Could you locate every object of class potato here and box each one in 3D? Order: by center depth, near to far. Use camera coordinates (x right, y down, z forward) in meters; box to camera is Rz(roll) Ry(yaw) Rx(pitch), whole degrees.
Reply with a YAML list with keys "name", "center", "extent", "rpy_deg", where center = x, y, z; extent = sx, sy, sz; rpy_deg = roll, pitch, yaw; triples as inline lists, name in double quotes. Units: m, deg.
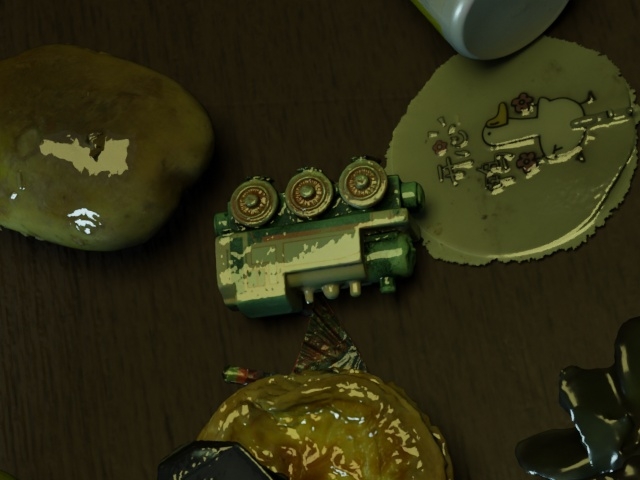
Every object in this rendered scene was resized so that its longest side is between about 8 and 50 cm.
- name: "potato"
  center: [-0.243, -0.091, 1.836]
  extent: [0.296, 0.141, 0.192]
  rpy_deg: [12, 69, 26]

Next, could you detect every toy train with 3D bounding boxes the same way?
- name: "toy train"
  center: [0.000, 0.000, 1.743]
  extent: [0.194, 0.081, 0.125]
  rpy_deg: [-8, 71, 14]

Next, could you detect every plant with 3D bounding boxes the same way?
- name: "plant"
  center: [0.279, 0.195, 1.492]
  extent: [0.199, 0.188, 0.276]
  rpy_deg: [-33, 61, 3]

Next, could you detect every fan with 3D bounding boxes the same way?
- name: "fan"
  center: [0.252, -0.108, 1.734]
  extent: [0.414, 0.012, 0.233]
  rpy_deg: [-15, 64, 14]

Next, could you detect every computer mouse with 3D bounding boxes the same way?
- name: "computer mouse"
  center: [-0.053, 0.232, 1.561]
  extent: [0.192, 0.062, 0.106]
  rpy_deg: [34, 91, 20]

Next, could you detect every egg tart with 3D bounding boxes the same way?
- name: "egg tart"
  center: [0.000, 0.219, 1.631]
  extent: [0.241, 0.106, 0.241]
  rpy_deg: [-6, 70, 17]

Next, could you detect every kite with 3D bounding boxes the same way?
- name: "kite"
  center: [-0.017, 0.130, 1.730]
  extent: [0.160, 0.010, 0.183]
  rpy_deg: [10, 72, 24]

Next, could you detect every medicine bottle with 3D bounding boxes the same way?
- name: "medicine bottle"
  center: [0.111, -0.296, 1.792]
  extent: [0.143, 0.143, 0.258]
  rpy_deg: [-37, 60, 1]

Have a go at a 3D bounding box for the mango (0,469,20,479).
- name: "mango"
  center: [-0.318, 0.359, 1.658]
  extent: [0.192, 0.156, 0.343]
  rpy_deg: [4, 74, 21]
